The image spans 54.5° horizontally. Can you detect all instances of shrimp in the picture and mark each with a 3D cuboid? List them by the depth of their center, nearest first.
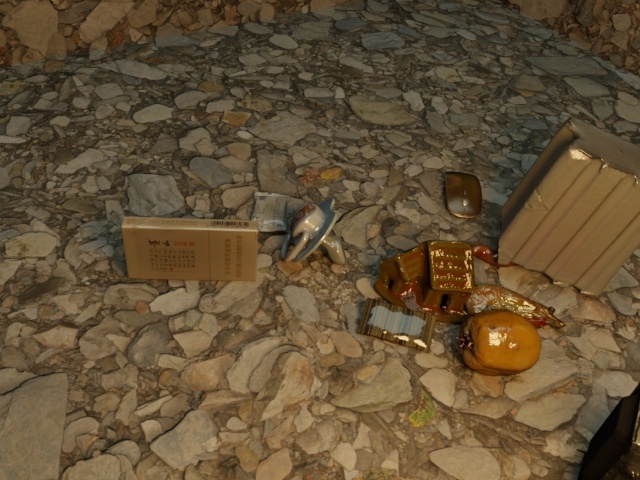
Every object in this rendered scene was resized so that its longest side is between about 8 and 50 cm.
[{"bbox_3d":[0.560,0.209,1.789,0.294,0.062,0.154,13,55,9],"label":"shrimp"}]

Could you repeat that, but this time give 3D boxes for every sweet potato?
[{"bbox_3d":[0.555,0.052,1.953,0.202,0.055,0.058,13,13,5],"label":"sweet potato"}]

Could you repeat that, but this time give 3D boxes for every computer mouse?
[{"bbox_3d":[0.500,-0.172,2.188,0.126,0.056,0.245,8,44,2],"label":"computer mouse"}]

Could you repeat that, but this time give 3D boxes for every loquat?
[{"bbox_3d":[0.459,0.264,1.614,0.234,0.187,0.176,9,50,-10],"label":"loquat"}]

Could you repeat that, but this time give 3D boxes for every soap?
[{"bbox_3d":[0.755,-0.091,1.821,0.350,0.435,0.213,22,41,0],"label":"soap"}]

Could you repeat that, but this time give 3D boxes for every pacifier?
[{"bbox_3d":[0.000,0.000,1.877,0.207,0.227,0.279,36,18,-16],"label":"pacifier"}]

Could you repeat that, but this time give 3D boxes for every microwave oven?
[{"bbox_3d":[0.700,0.501,1.274,0.286,0.355,0.218,25,46,17],"label":"microwave oven"}]

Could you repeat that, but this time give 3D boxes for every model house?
[{"bbox_3d":[0.301,0.094,1.738,0.268,0.239,0.173,3,44,-6],"label":"model house"}]

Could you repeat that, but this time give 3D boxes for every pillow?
[{"bbox_3d":[0.212,0.232,1.711,0.203,0.038,0.113,16,66,6],"label":"pillow"}]

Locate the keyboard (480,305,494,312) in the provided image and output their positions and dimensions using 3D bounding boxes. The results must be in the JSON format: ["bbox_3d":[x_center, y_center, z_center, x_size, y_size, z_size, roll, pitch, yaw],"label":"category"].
[{"bbox_3d":[0.508,0.251,1.734,0.053,0.010,0.155,-36,69,-10],"label":"keyboard"}]

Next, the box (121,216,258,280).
[{"bbox_3d":[-0.360,0.028,1.741,0.365,0.204,0.051,1,43,-7],"label":"box"}]

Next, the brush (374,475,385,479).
[{"bbox_3d":[0.019,0.576,1.320,0.282,0.054,0.048,-20,37,-26],"label":"brush"}]

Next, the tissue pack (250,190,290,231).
[{"bbox_3d":[-0.166,-0.094,2.029,0.123,0.026,0.193,5,43,-2],"label":"tissue pack"}]
